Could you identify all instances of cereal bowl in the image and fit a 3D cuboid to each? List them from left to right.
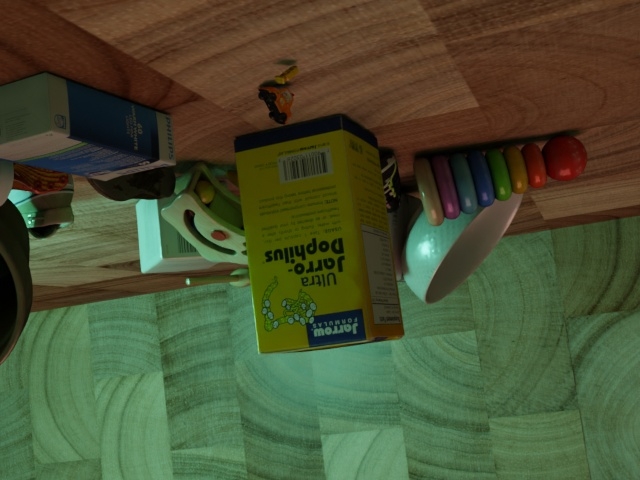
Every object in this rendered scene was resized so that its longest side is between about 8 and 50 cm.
[{"bbox_3d":[0.296,-0.027,2.010,0.339,0.141,0.339,-42,158,-21],"label":"cereal bowl"}]

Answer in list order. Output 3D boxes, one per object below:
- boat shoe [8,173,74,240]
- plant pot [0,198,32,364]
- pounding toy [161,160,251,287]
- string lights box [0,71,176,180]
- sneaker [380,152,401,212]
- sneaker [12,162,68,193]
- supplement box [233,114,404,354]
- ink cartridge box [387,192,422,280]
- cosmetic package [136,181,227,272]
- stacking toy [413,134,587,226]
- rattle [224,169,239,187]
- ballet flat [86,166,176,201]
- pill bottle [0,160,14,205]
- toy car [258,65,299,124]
[{"bbox_3d":[-0.520,-0.046,1.622,0.109,0.094,0.302,-3,171,-29],"label":"boat shoe"},{"bbox_3d":[-0.593,0.036,1.419,0.323,0.323,0.280,-7,-161,2],"label":"plant pot"},{"bbox_3d":[-0.174,-0.001,1.619,0.154,0.155,0.269,-11,137,33],"label":"pounding toy"},{"bbox_3d":[-0.320,-0.141,1.179,0.133,0.077,0.259,-10,172,24],"label":"string lights box"},{"bbox_3d":[0.131,-0.104,1.740,0.084,0.097,0.234,-29,173,7],"label":"sneaker"},{"bbox_3d":[-0.482,-0.108,1.390,0.175,0.064,0.067,5,-177,-30],"label":"sneaker"},{"bbox_3d":[0.000,0.000,1.475,0.195,0.357,0.194,-10,171,19],"label":"supplement box"},{"bbox_3d":[0.135,-0.009,2.058,0.117,0.207,0.283,1,176,25],"label":"ink cartridge box"},{"bbox_3d":[-0.277,-0.024,1.805,0.151,0.152,0.183,-3,171,-25],"label":"cosmetic package"},{"bbox_3d":[0.355,-0.135,1.746,0.330,0.141,0.141,-15,171,7],"label":"stacking toy"},{"bbox_3d":[-0.051,-0.134,1.666,0.199,0.143,0.130,-29,-166,30],"label":"rattle"},{"bbox_3d":[-0.322,-0.106,1.473,0.058,0.084,0.250,6,-178,20],"label":"ballet flat"},{"bbox_3d":[-0.517,-0.091,1.098,0.146,0.146,0.264,-12,171,34],"label":"pill bottle"},{"bbox_3d":[-0.041,-0.191,1.168,0.040,0.060,0.122,-38,-170,-19],"label":"toy car"}]
